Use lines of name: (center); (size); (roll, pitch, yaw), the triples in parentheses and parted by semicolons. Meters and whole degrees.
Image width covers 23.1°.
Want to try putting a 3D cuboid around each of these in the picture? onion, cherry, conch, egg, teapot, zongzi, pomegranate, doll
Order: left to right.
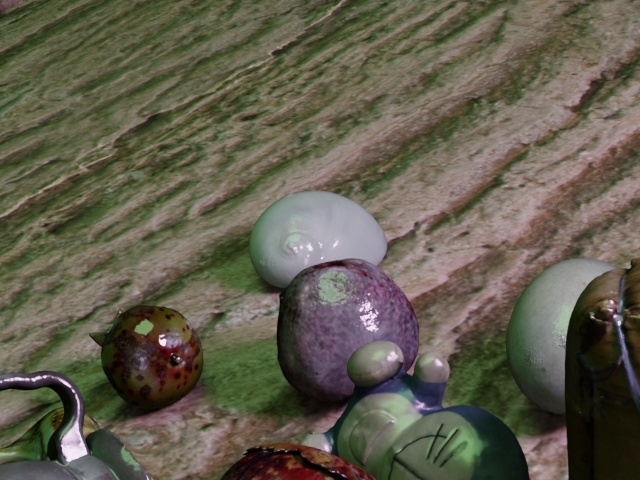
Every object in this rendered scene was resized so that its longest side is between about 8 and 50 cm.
teapot: (-0.316, 0.305, 1.775); (0.285, 0.223, 0.305); (-21, 60, -33)
conch: (-0.337, 0.292, 1.922); (0.181, 0.124, 0.187); (-18, 26, 23)
pomegranate: (-0.234, 0.150, 2.140); (0.148, 0.148, 0.169); (-20, 30, -14)
onion: (-0.009, 0.315, 1.624); (0.246, 0.246, 0.190); (10, 51, 36)
conch: (0.000, -0.003, 2.373); (0.221, 0.121, 0.185); (-27, 60, -34)
cherry: (0.033, 0.114, 2.045); (0.195, 0.195, 0.195); (-10, 28, 5)
doll: (0.110, 0.249, 1.738); (0.258, 0.154, 0.228); (36, 95, 47)
egg: (0.316, 0.118, 1.935); (0.169, 0.169, 0.236); (-2, 34, 20)
zongzi: (0.435, 0.192, 1.562); (0.393, 0.356, 0.174); (0, 20, 18)

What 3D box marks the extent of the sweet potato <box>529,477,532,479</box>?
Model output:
sweet potato: (0.230, 0.308, 1.748); (0.055, 0.058, 0.202); (24, 20, -27)
